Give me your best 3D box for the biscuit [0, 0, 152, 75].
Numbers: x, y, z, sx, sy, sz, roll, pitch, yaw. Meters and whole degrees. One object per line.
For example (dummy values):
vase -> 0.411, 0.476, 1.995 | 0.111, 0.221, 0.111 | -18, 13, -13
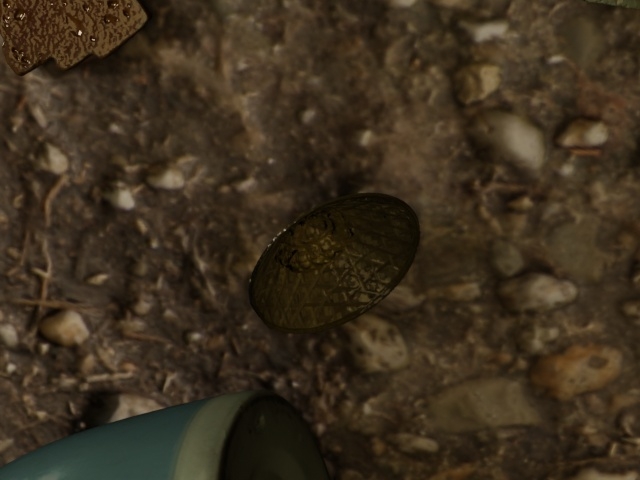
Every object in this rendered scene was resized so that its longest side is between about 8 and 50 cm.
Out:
biscuit -> -0.193, -0.180, 0.778 | 0.130, 0.019, 0.119 | 12, 108, 3

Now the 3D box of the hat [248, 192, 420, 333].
hat -> 0.000, 0.000, 0.797 | 0.146, 0.067, 0.146 | -18, 138, -17

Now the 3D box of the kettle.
kettle -> -0.164, 0.294, 0.834 | 0.342, 0.247, 0.319 | -14, 132, 18

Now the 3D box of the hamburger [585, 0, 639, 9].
hamburger -> 0.175, -0.214, 0.711 | 0.121, 0.054, 0.084 | 11, 110, 10
